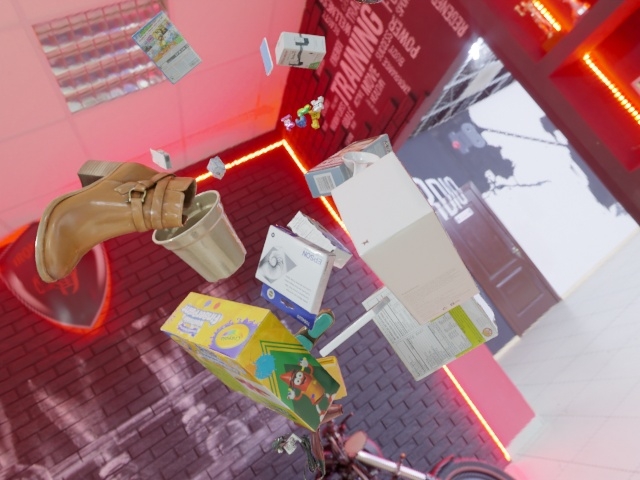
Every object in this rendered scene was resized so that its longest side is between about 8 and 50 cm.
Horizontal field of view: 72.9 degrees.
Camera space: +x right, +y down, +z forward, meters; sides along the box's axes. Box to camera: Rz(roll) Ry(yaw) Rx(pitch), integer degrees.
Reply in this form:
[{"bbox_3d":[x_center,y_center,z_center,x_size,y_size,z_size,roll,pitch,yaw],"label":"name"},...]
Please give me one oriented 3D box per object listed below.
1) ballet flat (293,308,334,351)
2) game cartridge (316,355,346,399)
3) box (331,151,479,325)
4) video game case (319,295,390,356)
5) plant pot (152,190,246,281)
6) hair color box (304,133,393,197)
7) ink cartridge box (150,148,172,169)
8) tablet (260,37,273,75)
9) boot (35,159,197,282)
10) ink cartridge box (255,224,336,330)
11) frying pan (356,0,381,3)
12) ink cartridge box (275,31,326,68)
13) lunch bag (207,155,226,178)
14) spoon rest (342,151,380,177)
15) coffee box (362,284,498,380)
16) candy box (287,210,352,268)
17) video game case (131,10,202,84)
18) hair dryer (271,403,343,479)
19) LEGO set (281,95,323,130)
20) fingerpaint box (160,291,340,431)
[{"bbox_3d":[-0.059,0.458,2.138,0.342,0.116,0.124,-49,5,11],"label":"ballet flat"},{"bbox_3d":[-0.046,0.614,1.852,0.285,0.053,0.324,-12,-42,2],"label":"game cartridge"},{"bbox_3d":[0.199,0.007,0.998,0.168,0.215,0.345,-32,-45,12],"label":"box"},{"bbox_3d":[0.081,0.191,0.973,0.157,0.019,0.143,-43,-11,19],"label":"video game case"},{"bbox_3d":[-0.493,0.003,1.890,0.333,0.305,0.334,-24,32,16],"label":"plant pot"},{"bbox_3d":[0.126,-0.307,1.768,0.185,0.114,0.374,-4,26,42],"label":"hair color box"},{"bbox_3d":[-0.651,-0.337,1.772,0.029,0.115,0.063,-29,-47,-36],"label":"ink cartridge box"},{"bbox_3d":[-0.146,-0.496,1.172,0.006,0.083,0.054,-13,-4,-24],"label":"tablet"},{"bbox_3d":[-0.367,-0.035,0.812,0.109,0.220,0.283,102,176,-47],"label":"boot"},{"bbox_3d":[-0.080,0.099,1.169,0.045,0.223,0.224,-2,-68,-51],"label":"ink cartridge box"},{"bbox_3d":[0.107,-0.809,1.330,0.326,0.197,0.053,-15,-56,-69],"label":"frying pan"},{"bbox_3d":[-0.097,-0.898,2.057,0.208,0.087,0.153,-2,-9,-18],"label":"ink cartridge box"},{"bbox_3d":[-0.475,-0.331,1.993,0.053,0.083,0.071,-39,-3,-40],"label":"lunch bag"},{"bbox_3d":[0.137,-0.247,1.467,0.276,0.137,0.084,-79,-5,-54],"label":"spoon rest"},{"bbox_3d":[0.411,0.253,1.629,0.334,0.338,0.337,-38,-8,18],"label":"coffee box"},{"bbox_3d":[0.000,0.000,1.510,0.070,0.196,0.165,-49,-25,7],"label":"candy box"},{"bbox_3d":[-0.451,-0.566,1.282,0.119,0.166,0.015,-34,34,10],"label":"video game case"},{"bbox_3d":[-0.020,0.725,1.626,0.294,0.223,0.080,-53,-12,0],"label":"hair dryer"},{"bbox_3d":[-0.058,-0.554,1.991,0.227,0.093,0.087,-22,-19,29],"label":"LEGO set"},{"bbox_3d":[-0.217,0.348,1.313,0.444,0.371,0.163,1,47,48],"label":"fingerpaint box"}]
